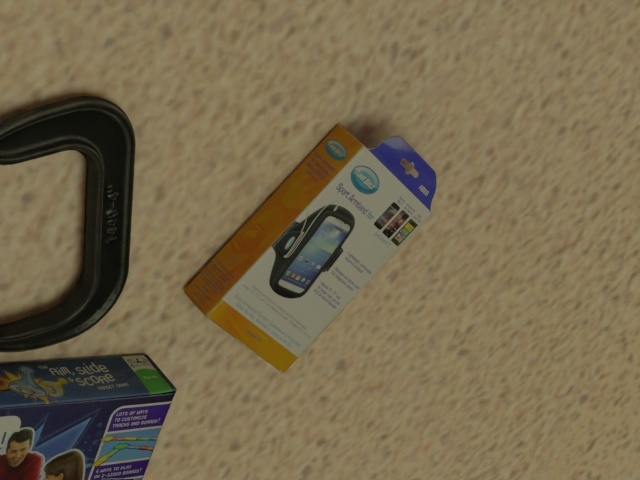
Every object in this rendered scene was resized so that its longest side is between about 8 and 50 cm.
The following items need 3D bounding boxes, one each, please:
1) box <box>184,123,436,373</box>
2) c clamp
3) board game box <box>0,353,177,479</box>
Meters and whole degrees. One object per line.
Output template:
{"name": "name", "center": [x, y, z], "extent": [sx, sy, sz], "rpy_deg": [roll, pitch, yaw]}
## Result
{"name": "box", "center": [0.000, 0.000, 1.020], "extent": [0.136, 0.028, 0.081], "rpy_deg": [-48, 140, 0]}
{"name": "c clamp", "center": [-0.145, -0.006, 0.899], "extent": [0.137, 0.022, 0.160], "rpy_deg": [-25, 135, -29]}
{"name": "board game box", "center": [-0.181, 0.126, 0.966], "extent": [0.201, 0.035, 0.136], "rpy_deg": [-1, 123, -40]}
